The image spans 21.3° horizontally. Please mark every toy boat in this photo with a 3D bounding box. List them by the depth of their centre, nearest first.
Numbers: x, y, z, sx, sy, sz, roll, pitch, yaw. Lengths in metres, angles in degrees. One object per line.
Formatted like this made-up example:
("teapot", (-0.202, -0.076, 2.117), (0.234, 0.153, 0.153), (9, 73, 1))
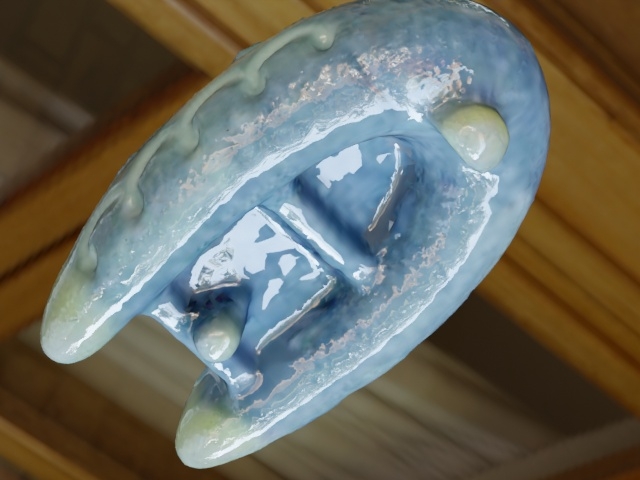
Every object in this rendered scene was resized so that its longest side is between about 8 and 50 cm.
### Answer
("toy boat", (0.000, 0.000, 0.983), (0.330, 0.215, 0.123), (-40, -151, 7))
